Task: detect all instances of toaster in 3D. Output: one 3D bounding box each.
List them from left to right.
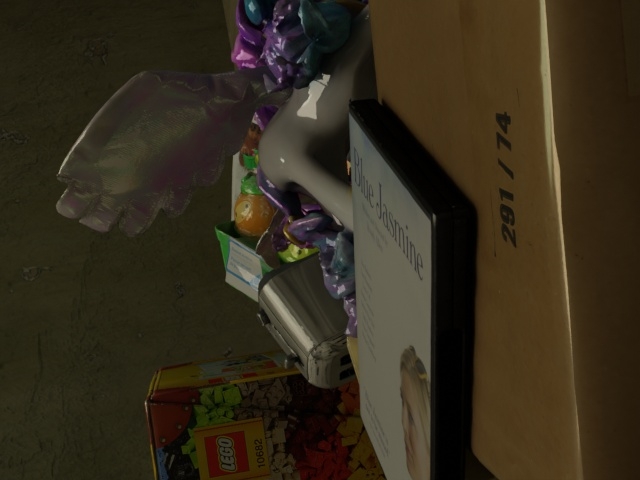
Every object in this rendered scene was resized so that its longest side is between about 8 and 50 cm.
[{"bbox_3d":[0.039,0.088,1.246,0.146,0.227,0.129,57,160,29],"label":"toaster"}]

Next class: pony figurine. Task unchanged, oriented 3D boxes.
[{"bbox_3d":[-0.011,-0.089,0.824,0.363,0.302,0.351,46,115,37],"label":"pony figurine"}]

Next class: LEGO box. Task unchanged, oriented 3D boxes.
[{"bbox_3d":[-0.069,0.282,1.495,0.500,0.372,0.193,157,105,-81],"label":"LEGO box"}]

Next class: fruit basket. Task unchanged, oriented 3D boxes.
[{"bbox_3d":[-0.053,-0.055,1.535,0.327,0.165,0.353,29,128,40],"label":"fruit basket"}]

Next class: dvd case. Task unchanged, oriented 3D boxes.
[{"bbox_3d":[0.051,0.059,0.594,0.180,0.022,0.253,-115,20,-62],"label":"dvd case"}]

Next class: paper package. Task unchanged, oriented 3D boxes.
[{"bbox_3d":[0.146,-0.040,0.518,0.309,0.168,0.325,-149,52,-78],"label":"paper package"}]

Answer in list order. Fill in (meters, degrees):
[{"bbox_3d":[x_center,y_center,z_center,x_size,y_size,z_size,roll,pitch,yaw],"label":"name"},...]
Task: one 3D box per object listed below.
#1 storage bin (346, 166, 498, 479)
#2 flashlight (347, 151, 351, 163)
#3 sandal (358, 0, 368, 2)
[{"bbox_3d":[0.113,0.090,0.985,0.260,0.123,0.262,-109,15,-50],"label":"storage bin"},{"bbox_3d":[0.097,-0.150,0.990,0.103,0.103,0.304,54,164,5],"label":"flashlight"},{"bbox_3d":[0.030,-0.215,1.160,0.317,0.126,0.138,81,-157,-57],"label":"sandal"}]
